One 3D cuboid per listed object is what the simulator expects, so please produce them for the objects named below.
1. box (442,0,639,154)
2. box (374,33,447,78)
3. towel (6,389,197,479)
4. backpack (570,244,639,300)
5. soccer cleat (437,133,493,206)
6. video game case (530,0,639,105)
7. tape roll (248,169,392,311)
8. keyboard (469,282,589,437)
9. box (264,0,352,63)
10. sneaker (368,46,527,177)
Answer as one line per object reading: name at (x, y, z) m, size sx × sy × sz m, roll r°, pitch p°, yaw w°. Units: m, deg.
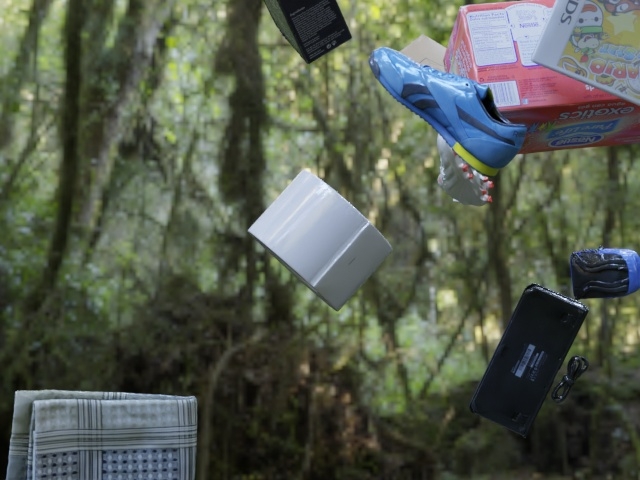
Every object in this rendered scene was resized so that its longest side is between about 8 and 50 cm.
box at (0.319, -0.209, 1.507) m, size 0.300 × 0.154 × 0.142 m, roll -7°, pitch -19°, yaw -7°
box at (0.218, -0.273, 2.074) m, size 0.201 × 0.164 × 0.021 m, roll 33°, pitch -44°, yaw 16°
towel at (-0.373, 0.412, 2.036) m, size 0.324 × 0.312 × 0.056 m, roll 3°, pitch 5°, yaw -15°
backpack at (0.544, 0.057, 2.252) m, size 0.120 × 0.098 × 0.101 m, roll -4°, pitch 9°, yaw 45°
soccer cleat at (0.218, -0.111, 1.943) m, size 0.076 × 0.068 × 0.196 m, roll -4°, pitch -31°, yaw 27°
video game case at (0.384, -0.257, 1.359) m, size 0.227 × 0.206 × 0.026 m, roll 23°, pitch 18°, yaw 4°
tape roll at (0.000, 0.000, 2.382) m, size 0.246 × 0.169 × 0.246 m, roll 41°, pitch -5°, yaw 4°
keyboard at (0.263, 0.150, 1.447) m, size 0.108 × 0.180 × 0.023 m, roll 25°, pitch 15°, yaw 6°
box at (-0.039, -0.406, 1.998) m, size 0.093 × 0.156 × 0.158 m, roll -31°, pitch -48°, yaw -3°
sneaker at (0.147, -0.166, 1.359) m, size 0.069 × 0.209 × 0.082 m, roll -17°, pitch -34°, yaw -56°
